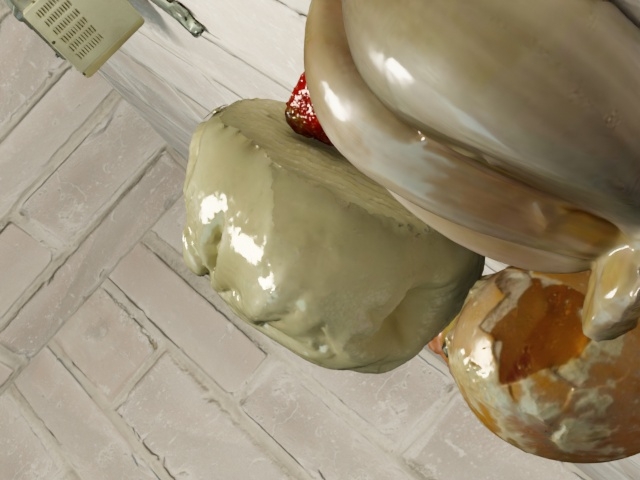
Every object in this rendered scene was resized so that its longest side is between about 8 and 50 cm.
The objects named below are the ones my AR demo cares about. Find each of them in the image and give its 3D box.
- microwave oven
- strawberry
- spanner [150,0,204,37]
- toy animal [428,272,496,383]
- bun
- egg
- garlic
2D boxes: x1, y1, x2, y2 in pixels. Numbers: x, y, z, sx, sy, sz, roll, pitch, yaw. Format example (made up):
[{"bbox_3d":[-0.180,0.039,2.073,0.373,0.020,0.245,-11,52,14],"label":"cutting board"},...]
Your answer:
[{"bbox_3d":[-0.418,-0.394,1.743,0.240,0.145,0.194,45,-179,40],"label":"microwave oven"},{"bbox_3d":[0.015,-0.135,1.112,0.106,0.106,0.106,41,175,5],"label":"strawberry"},{"bbox_3d":[-0.269,-0.374,1.628,0.302,0.017,0.071,39,174,33],"label":"spanner"},{"bbox_3d":[0.225,0.127,1.422,0.169,0.195,0.281,-3,162,18],"label":"toy animal"},{"bbox_3d":[0.000,0.000,1.196,0.360,0.211,0.359,23,-160,-9],"label":"bun"},{"bbox_3d":[0.234,0.113,1.051,0.233,0.195,0.195,23,172,8],"label":"egg"},{"bbox_3d":[0.109,-0.076,0.720,0.325,0.132,0.279,35,159,4],"label":"garlic"}]
